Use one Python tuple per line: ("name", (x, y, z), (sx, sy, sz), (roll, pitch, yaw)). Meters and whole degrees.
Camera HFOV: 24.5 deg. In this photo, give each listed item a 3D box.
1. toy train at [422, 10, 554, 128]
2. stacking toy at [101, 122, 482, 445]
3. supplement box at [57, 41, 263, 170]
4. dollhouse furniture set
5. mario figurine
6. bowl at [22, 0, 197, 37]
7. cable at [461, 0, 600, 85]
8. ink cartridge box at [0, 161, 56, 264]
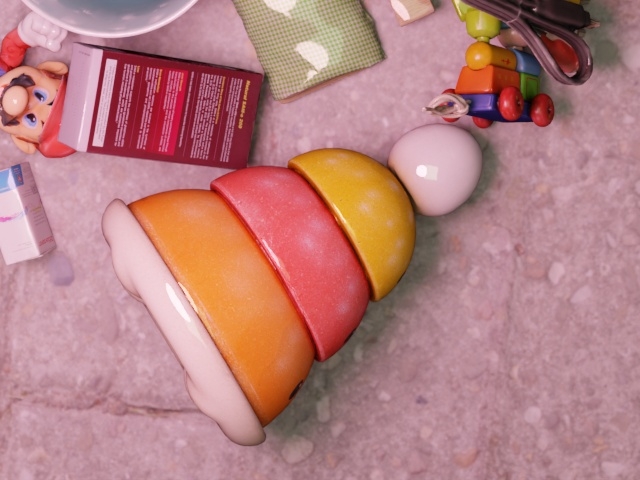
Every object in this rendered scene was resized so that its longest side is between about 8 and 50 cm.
("toy train", (0.195, -0.217, 1.801), (0.105, 0.248, 0.143), (1, 89, 34))
("stacking toy", (0.000, 0.000, 1.840), (0.480, 0.350, 0.351), (-31, 95, -7))
("supplement box", (-0.199, -0.167, 1.856), (0.239, 0.073, 0.130), (6, 100, -32))
("dollhouse furniture set", (0.033, -0.312, 1.838), (0.301, 0.151, 0.198), (-23, 96, 8))
("mario figurine", (-0.432, -0.205, 1.877), (0.320, 0.170, 0.198), (22, 134, 9))
("bowl", (-0.250, -0.409, 1.842), (0.311, 0.163, 0.312), (1, 97, 4))
("cable", (0.237, -0.266, 1.787), (0.287, 0.072, 0.140), (10, 75, -35))
("ink cartridge box", (-0.399, -0.035, 1.943), (0.052, 0.088, 0.122), (-18, 96, 7))
